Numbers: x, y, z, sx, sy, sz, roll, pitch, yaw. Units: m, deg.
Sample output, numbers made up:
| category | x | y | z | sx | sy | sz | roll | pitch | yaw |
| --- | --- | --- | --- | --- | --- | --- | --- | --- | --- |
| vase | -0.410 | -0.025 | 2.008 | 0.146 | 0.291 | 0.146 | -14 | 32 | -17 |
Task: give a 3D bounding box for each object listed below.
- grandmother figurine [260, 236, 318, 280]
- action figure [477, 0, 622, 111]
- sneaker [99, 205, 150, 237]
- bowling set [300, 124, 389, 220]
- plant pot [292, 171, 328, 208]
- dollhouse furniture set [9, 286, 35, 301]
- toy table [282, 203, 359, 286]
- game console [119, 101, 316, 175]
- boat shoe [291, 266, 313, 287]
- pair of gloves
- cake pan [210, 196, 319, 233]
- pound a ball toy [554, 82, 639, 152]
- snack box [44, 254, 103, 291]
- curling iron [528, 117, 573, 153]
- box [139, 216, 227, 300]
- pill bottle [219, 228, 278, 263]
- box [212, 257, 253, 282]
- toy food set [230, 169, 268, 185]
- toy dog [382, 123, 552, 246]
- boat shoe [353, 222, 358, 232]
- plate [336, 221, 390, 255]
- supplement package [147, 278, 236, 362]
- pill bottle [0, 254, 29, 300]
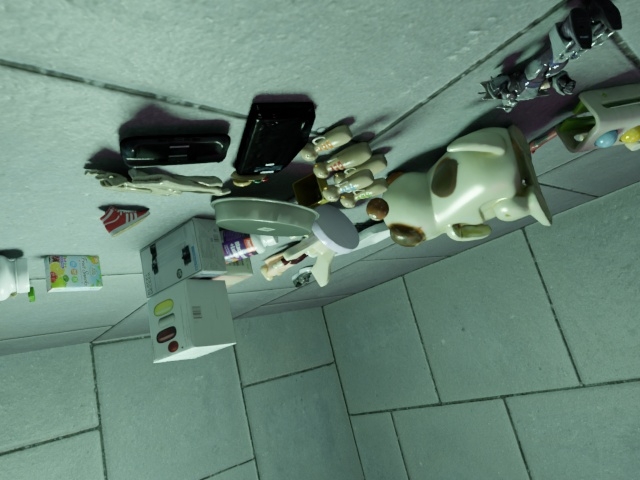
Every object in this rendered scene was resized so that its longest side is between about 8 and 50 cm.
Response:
| category | x | y | z | sx | sy | sz | roll | pitch | yaw |
| --- | --- | --- | --- | --- | --- | --- | --- | --- | --- |
| grandmother figurine | -0.113 | 0.064 | 1.780 | 0.342 | 0.104 | 0.208 | -33 | -175 | 42 |
| action figure | 0.429 | -0.329 | 0.850 | 0.185 | 0.099 | 0.285 | -17 | 169 | -11 |
| sneaker | -0.478 | -0.062 | 1.068 | 0.042 | 0.067 | 0.118 | -31 | -171 | 41 |
| bowling set | 0.065 | -0.130 | 1.044 | 0.154 | 0.200 | 0.287 | -21 | 160 | 26 |
| plant pot | -0.013 | -0.130 | 1.187 | 0.081 | 0.082 | 0.083 | -23 | 169 | 29 |
| dollhouse furniture set | -0.973 | 0.170 | 1.350 | 0.151 | 0.076 | 0.058 | -6 | 162 | -33 |
| toy table | 0.000 | 0.000 | 1.396 | 0.160 | 0.252 | 0.274 | -37 | 157 | 21 |
| game console | -0.196 | -0.190 | 0.853 | 0.361 | 0.044 | 0.213 | -9 | 163 | -23 |
| boat shoe | -0.091 | 0.200 | 2.322 | 0.080 | 0.076 | 0.228 | -6 | 163 | -31 |
| pair of gloves | -0.320 | -0.117 | 0.878 | 0.240 | 0.042 | 0.204 | 4 | -179 | 31 |
| cake pan | -0.150 | -0.056 | 1.178 | 0.292 | 0.054 | 0.293 | 4 | 172 | 1 |
| pound a ball toy | 0.801 | -0.294 | 1.174 | 0.318 | 0.136 | 0.208 | -11 | 151 | -13 |
| snack box | -0.718 | 0.096 | 1.274 | 0.037 | 0.100 | 0.141 | -26 | 161 | 34 |
| curling iron | 0.662 | -0.287 | 1.341 | 0.068 | 0.035 | 0.274 | -7 | 163 | -27 |
| box | -0.419 | 0.063 | 1.315 | 0.289 | 0.169 | 0.087 | -24 | 163 | 33 |
| pill bottle | -0.236 | 0.000 | 1.378 | 0.193 | 0.108 | 0.108 | -17 | 165 | 7 |
| box | -0.380 | 0.106 | 1.592 | 0.232 | 0.127 | 0.148 | -27 | 161 | 38 |
| toy food set | -0.164 | -0.146 | 1.000 | 0.082 | 0.020 | 0.083 | -8 | -154 | -22 |
| toy dog | 0.364 | -0.119 | 1.208 | 0.407 | 0.285 | 0.395 | -23 | 163 | 35 |
| boat shoe | 0.091 | -0.027 | 1.735 | 0.133 | 0.042 | 0.049 | -22 | 166 | 30 |
| plate | 0.218 | -0.023 | 1.796 | 0.277 | 0.045 | 0.277 | -16 | 171 | -40 |
| supplement package | -0.382 | 0.237 | 1.284 | 0.203 | 0.194 | 0.149 | -26 | 159 | 33 |
| pill bottle | -0.866 | 0.098 | 1.102 | 0.216 | 0.121 | 0.121 | -5 | 162 | -35 |
